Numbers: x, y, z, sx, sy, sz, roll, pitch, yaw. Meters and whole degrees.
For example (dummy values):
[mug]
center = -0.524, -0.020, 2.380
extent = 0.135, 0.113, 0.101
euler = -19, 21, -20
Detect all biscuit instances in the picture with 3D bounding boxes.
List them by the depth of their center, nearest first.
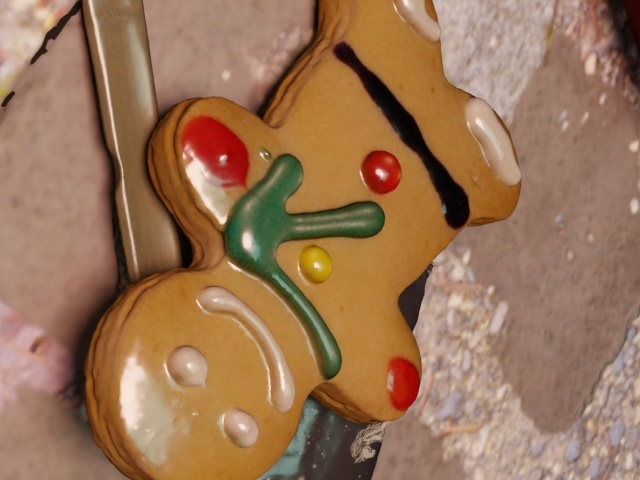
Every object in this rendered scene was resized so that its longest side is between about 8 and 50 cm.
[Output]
[biscuit]
center = 0.000, 0.000, 0.683
extent = 0.197, 0.049, 0.301
euler = 52, 58, -19

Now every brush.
[brush]
center = -0.090, -0.034, 0.663
extent = 0.034, 0.027, 0.190
euler = -18, 105, -41

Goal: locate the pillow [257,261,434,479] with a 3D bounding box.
[pillow]
center = -0.016, 0.091, 0.736
extent = 0.141, 0.055, 0.208
euler = 21, 85, -40

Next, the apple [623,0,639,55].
[apple]
center = 0.294, -0.160, 0.840
extent = 0.234, 0.234, 0.234
euler = -12, 109, -38
